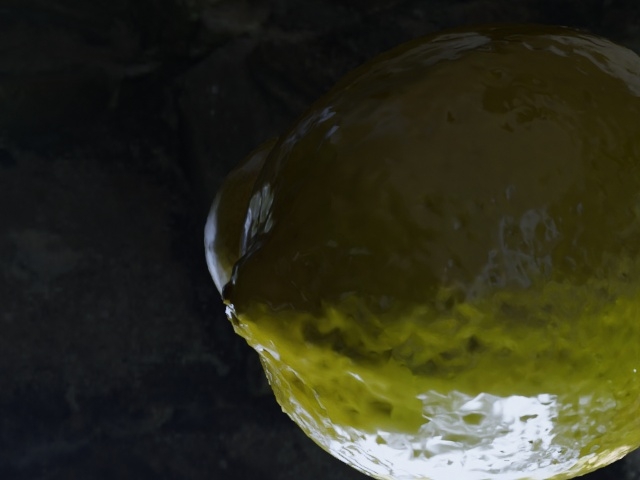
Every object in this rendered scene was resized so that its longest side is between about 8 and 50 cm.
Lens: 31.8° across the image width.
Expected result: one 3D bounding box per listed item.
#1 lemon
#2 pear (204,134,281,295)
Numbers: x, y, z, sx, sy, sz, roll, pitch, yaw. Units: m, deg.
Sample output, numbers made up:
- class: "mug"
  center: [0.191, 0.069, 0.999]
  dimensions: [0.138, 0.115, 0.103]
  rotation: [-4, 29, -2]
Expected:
- class: "lemon"
  center: [0.087, 0.007, 0.552]
  dimensions: [0.236, 0.236, 0.263]
  rotation: [29, -123, 25]
- class: "pear"
  center: [0.000, 0.000, 1.000]
  dimensions: [0.209, 0.208, 0.208]
  rotation: [5, -142, -4]
